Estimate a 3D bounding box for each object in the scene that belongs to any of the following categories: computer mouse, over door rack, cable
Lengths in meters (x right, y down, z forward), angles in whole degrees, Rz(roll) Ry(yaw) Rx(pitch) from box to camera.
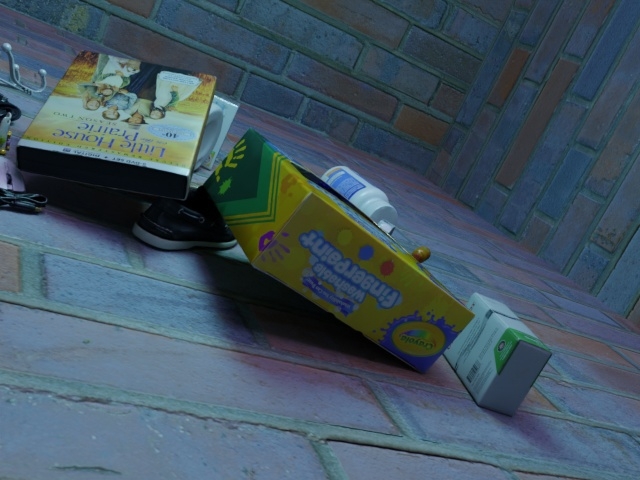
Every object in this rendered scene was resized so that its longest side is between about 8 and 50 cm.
[{"bbox_3d":[-0.555,-0.110,1.244,0.106,0.042,0.193,9,22,-45],"label":"computer mouse"},{"bbox_3d":[-0.840,-0.428,1.643,0.240,0.108,0.324,16,7,32],"label":"over door rack"},{"bbox_3d":[-0.774,-0.310,1.591,0.185,0.047,0.150,17,22,-40],"label":"cable"}]

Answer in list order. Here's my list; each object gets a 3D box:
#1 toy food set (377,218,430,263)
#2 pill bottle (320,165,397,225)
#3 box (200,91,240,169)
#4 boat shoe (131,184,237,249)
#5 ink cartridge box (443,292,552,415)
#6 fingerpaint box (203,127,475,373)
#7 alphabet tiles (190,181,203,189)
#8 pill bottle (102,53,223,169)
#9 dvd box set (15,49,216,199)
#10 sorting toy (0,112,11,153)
[{"bbox_3d":[0.166,0.016,1.885,0.232,0.111,0.104,32,15,14],"label":"toy food set"},{"bbox_3d":[0.114,-0.112,2.172,0.152,0.152,0.272,14,19,-38],"label":"pill bottle"},{"bbox_3d":[-0.323,-0.324,2.066,0.103,0.203,0.114,24,13,-10],"label":"box"},{"bbox_3d":[-0.246,-0.059,1.449,0.127,0.113,0.340,31,15,23],"label":"boat shoe"},{"bbox_3d":[0.339,0.218,1.394,0.087,0.153,0.208,22,16,-19],"label":"ink cartridge box"},{"bbox_3d":[0.030,0.012,1.360,0.445,0.163,0.371,35,8,-31],"label":"fingerpaint box"},{"bbox_3d":[-0.227,-0.117,1.667,0.343,0.011,0.285,9,4,-21],"label":"alphabet tiles"},{"bbox_3d":[-0.464,-0.350,1.918,0.361,0.204,0.204,28,15,7],"label":"pill bottle"},{"bbox_3d":[-0.386,-0.246,1.420,0.308,0.062,0.420,10,37,-7],"label":"dvd box set"},{"bbox_3d":[-0.637,-0.217,1.417,0.045,0.075,0.083,20,16,-21],"label":"sorting toy"}]
